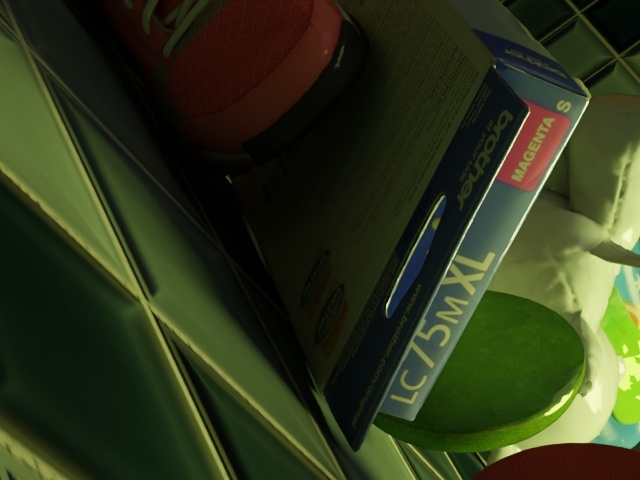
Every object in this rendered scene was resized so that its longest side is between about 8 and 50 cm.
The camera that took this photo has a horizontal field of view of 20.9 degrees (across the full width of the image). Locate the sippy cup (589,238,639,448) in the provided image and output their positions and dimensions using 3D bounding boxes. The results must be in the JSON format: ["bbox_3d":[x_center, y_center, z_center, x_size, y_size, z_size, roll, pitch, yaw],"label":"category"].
[{"bbox_3d":[0.212,0.077,1.596,0.224,0.240,0.305,63,26,-22],"label":"sippy cup"}]

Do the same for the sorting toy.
[{"bbox_3d":[0.086,0.120,0.917,0.365,0.127,0.126,-122,-157,-56],"label":"sorting toy"}]

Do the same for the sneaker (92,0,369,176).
[{"bbox_3d":[-0.088,-0.142,0.938,0.136,0.116,0.314,42,4,-37],"label":"sneaker"}]

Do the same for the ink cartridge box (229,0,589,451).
[{"bbox_3d":[0.038,-0.041,0.888,0.065,0.186,0.311,20,20,-19],"label":"ink cartridge box"}]

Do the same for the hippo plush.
[{"bbox_3d":[0.175,0.035,1.290,0.294,0.234,0.236,34,-26,37],"label":"hippo plush"}]
